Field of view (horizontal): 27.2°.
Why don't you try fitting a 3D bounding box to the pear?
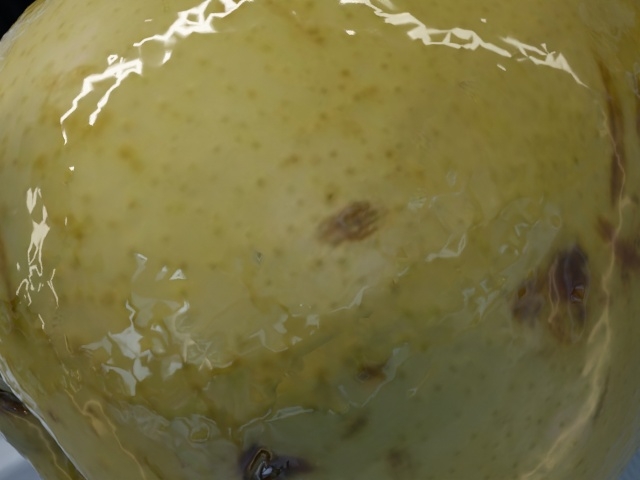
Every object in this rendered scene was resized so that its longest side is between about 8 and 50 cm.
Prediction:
[{"bbox_3d":[0.000,0.000,0.541,0.309,0.309,0.309,-27,14,7],"label":"pear"}]
